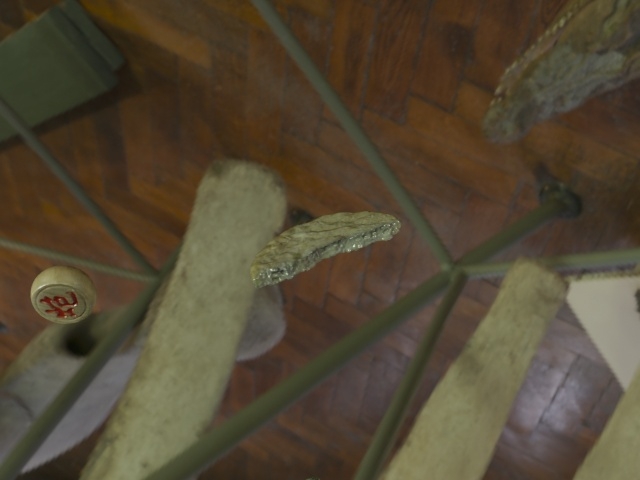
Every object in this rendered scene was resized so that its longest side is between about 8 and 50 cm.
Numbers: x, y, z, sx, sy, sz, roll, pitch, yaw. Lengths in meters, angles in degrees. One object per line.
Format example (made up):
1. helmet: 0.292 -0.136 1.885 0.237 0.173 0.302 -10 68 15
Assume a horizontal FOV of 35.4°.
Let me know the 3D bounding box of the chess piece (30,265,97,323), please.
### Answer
1. chess piece: -0.331 0.070 1.293 0.083 0.038 0.083 0 134 0

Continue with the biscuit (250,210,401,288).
1. biscuit: -0.004 0.000 1.588 0.133 0.250 0.032 -133 23 -62

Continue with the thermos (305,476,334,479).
1. thermos: 0.062 0.225 0.583 0.232 0.124 0.099 45 148 35
